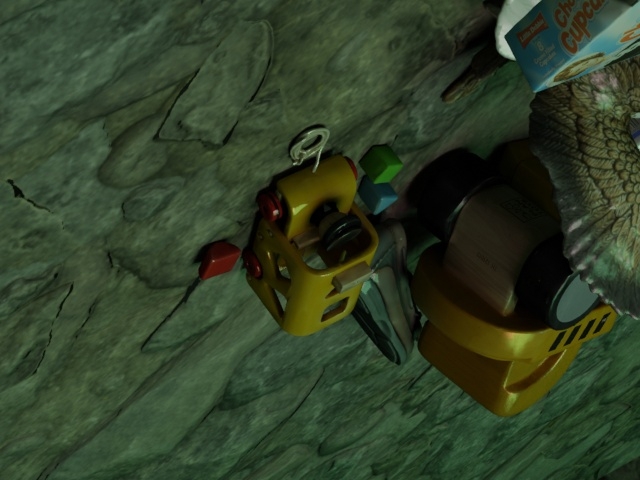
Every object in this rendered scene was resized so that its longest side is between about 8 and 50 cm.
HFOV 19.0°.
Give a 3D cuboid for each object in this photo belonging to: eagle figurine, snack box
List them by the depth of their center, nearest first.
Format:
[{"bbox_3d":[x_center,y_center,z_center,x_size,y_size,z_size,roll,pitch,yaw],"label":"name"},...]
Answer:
[{"bbox_3d":[0.297,-0.229,1.452,0.187,0.060,0.322,-21,168,-33],"label":"snack box"},{"bbox_3d":[0.282,-0.111,1.715,0.225,0.298,0.226,-23,155,-30],"label":"eagle figurine"}]

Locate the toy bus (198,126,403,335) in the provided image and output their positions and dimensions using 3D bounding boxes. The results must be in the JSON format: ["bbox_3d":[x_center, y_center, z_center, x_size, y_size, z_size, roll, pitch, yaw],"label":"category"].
[{"bbox_3d":[0.002,0.004,1.788,0.191,0.104,0.202,-44,158,17],"label":"toy bus"}]

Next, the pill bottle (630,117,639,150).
[{"bbox_3d":[0.279,-0.130,1.891,0.078,0.137,0.078,-31,157,-15],"label":"pill bottle"}]

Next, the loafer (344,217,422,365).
[{"bbox_3d":[0.076,0.057,2.035,0.084,0.096,0.267,-41,157,-6],"label":"loafer"}]

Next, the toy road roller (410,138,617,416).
[{"bbox_3d":[0.235,0.038,2.014,0.330,0.202,0.240,-16,136,-43],"label":"toy road roller"}]
